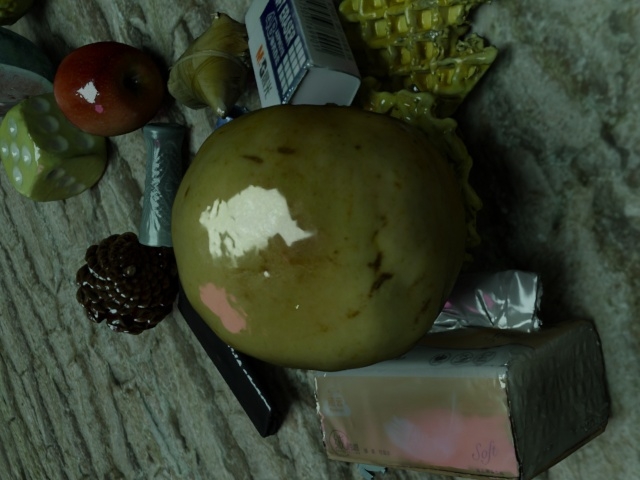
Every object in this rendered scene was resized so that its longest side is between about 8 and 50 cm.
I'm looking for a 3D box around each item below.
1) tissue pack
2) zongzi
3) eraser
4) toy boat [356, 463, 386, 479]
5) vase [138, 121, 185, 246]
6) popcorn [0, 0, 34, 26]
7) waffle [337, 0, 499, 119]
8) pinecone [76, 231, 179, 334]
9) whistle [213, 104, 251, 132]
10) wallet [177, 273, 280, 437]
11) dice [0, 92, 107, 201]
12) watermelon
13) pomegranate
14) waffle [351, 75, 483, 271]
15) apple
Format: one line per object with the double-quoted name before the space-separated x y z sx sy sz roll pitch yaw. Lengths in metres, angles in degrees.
"tissue pack" 0.160 0.155 0.977 0.305 0.238 0.238 -10 94 47
"zongzi" -0.184 -0.239 1.254 0.194 0.099 0.197 -30 46 48
"eraser" -0.031 -0.260 1.063 0.130 0.086 0.287 -56 33 37
"toy boat" 0.088 0.326 1.231 0.105 0.034 0.149 14 111 45
"vase" -0.289 -0.105 1.453 0.096 0.096 0.219 17 111 42
"popcorn" -0.703 -0.562 1.680 0.204 0.183 0.221 -59 46 24
"waffle" 0.116 -0.274 1.007 0.250 0.056 0.261 54 139 20
"pinecone" -0.370 0.092 1.522 0.208 0.208 0.208 16 113 42
"whistle" -0.178 -0.089 1.364 0.062 0.062 0.304 40 127 31
"wallet" -0.168 0.203 1.429 0.321 0.044 0.170 53 154 20
"dice" -0.561 -0.193 1.646 0.169 0.166 0.169 -45 70 44
"watermelon" -0.660 -0.372 1.691 0.322 0.188 0.175 -2 94 54
"pomegranate" 0.000 0.000 0.879 0.332 0.332 0.332 16 113 42
"waffle" 0.104 -0.084 1.036 0.262 0.060 0.280 16 129 52
"apple" -0.386 -0.277 1.432 0.168 0.181 0.181 0 101 48
